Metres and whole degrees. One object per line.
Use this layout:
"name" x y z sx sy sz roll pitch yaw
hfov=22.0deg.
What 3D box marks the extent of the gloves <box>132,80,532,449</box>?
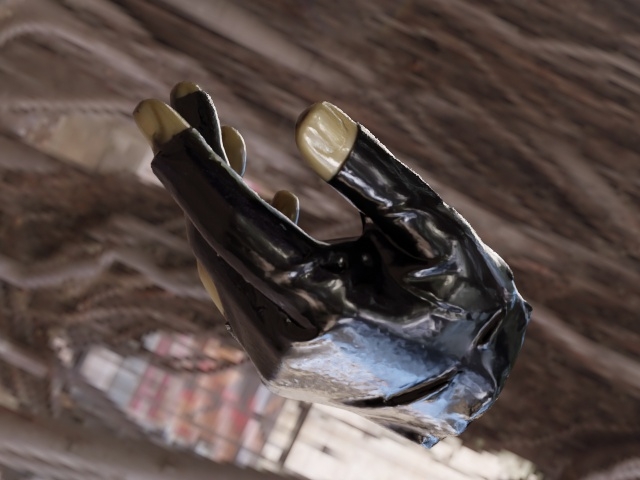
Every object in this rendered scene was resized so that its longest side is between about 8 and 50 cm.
"gloves" 0.001 0.007 1.075 0.197 0.301 0.152 -44 -177 41
